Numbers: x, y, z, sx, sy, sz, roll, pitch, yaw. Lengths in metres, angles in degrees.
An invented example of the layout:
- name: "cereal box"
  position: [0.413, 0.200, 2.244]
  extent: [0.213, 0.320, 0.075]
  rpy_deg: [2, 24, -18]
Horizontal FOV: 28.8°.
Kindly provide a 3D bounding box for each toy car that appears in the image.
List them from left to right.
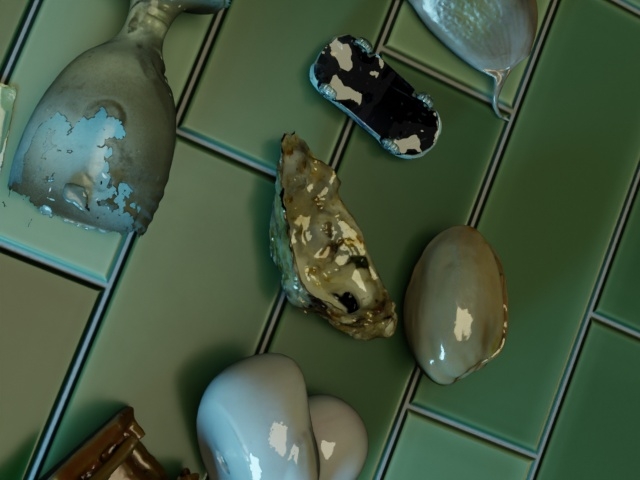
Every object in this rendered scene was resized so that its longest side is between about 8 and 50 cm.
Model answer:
- name: "toy car"
  position: [0.076, -0.192, 1.691]
  extent: [0.205, 0.056, 0.095]
  rpy_deg: [40, 78, -17]

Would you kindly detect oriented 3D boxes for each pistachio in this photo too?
- name: "pistachio"
  position: [0.183, 0.090, 1.687]
  extent: [0.143, 0.144, 0.215]
  rpy_deg: [11, 76, -17]

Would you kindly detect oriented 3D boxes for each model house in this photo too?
- name: "model house"
  position: [-0.248, 0.354, 1.518]
  extent: [0.219, 0.199, 0.229]
  rpy_deg: [-42, 98, -1]

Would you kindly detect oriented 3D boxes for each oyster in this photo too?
- name: "oyster"
  position: [0.002, 0.000, 1.661]
  extent: [0.166, 0.094, 0.295]
  rpy_deg: [-10, 82, -36]

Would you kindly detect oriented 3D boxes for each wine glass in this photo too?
- name: "wine glass"
  position: [-0.246, -0.174, 1.525]
  extent: [0.190, 0.190, 0.357]
  rpy_deg: [23, 78, -16]

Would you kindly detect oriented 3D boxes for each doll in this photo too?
- name: "doll"
  position: [-0.036, 0.251, 1.586]
  extent: [0.221, 0.221, 0.251]
  rpy_deg: [-16, 121, -17]

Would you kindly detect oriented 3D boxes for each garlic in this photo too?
- name: "garlic"
  position: [0.238, -0.309, 1.729]
  extent: [0.267, 0.148, 0.128]
  rpy_deg: [51, 39, -7]

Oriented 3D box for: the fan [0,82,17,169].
- name: "fan"
  position: [-0.461, -0.101, 1.544]
  extent: [0.131, 0.009, 0.240]
  rpy_deg: [31, 81, -13]
